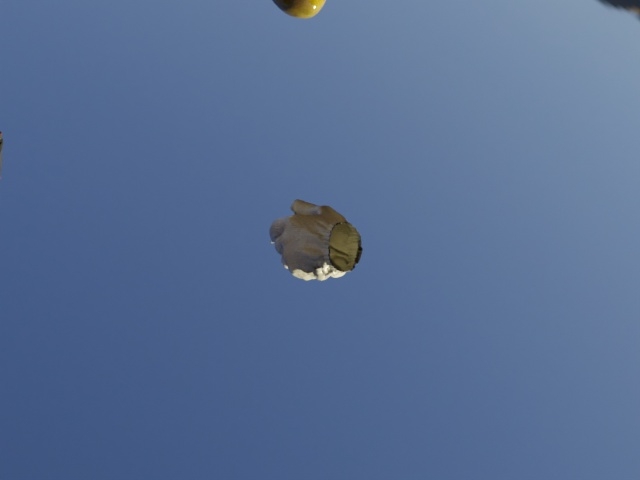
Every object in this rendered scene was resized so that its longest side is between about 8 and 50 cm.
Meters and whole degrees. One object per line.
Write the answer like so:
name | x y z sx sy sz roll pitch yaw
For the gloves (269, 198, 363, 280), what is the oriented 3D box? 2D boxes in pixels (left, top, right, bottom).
gloves | -0.002 -0.001 0.653 0.037 0.044 0.081 20 166 -22

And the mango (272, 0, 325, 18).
mango | -0.023 -0.280 1.071 0.085 0.184 0.102 -14 -168 -29

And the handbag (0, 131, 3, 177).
handbag | -0.399 -0.060 1.116 0.215 0.155 0.169 18 -152 2
